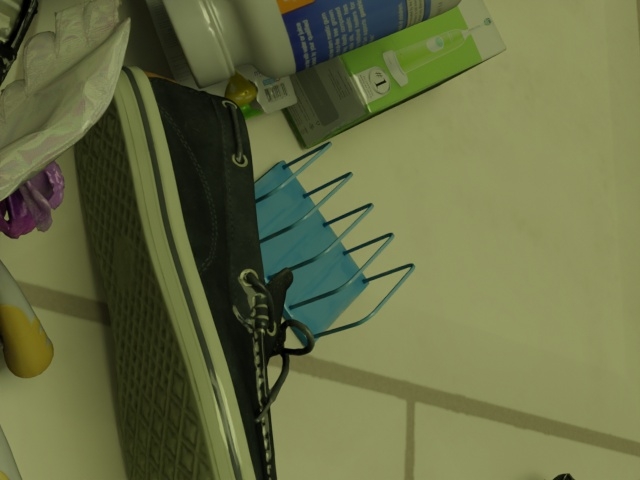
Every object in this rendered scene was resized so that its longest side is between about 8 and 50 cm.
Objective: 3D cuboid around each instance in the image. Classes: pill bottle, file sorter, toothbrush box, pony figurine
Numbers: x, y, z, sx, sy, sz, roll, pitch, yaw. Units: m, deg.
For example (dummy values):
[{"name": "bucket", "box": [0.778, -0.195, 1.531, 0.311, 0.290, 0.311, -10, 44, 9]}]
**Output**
[{"name": "pill bottle", "box": [-0.013, -0.247, 0.977, 0.272, 0.152, 0.152, -23, 90, -4]}, {"name": "file sorter", "box": [0.000, 0.000, 1.062, 0.170, 0.104, 0.118, 55, 48, -10]}, {"name": "toothbrush box", "box": [0.060, -0.257, 1.192, 0.283, 0.122, 0.206, -31, 95, -41]}, {"name": "pony figurine", "box": [-0.267, -0.007, 0.688, 0.302, 0.364, 0.351, -7, 40, -5]}]

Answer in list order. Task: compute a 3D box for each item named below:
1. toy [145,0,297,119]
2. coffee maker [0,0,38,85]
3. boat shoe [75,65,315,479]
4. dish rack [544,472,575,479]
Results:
[{"name": "toy", "box": [-0.124, -0.233, 1.070, 0.137, 0.056, 0.237, -26, 99, -34]}, {"name": "coffee maker", "box": [-0.345, -0.172, 0.826, 0.178, 0.120, 0.171, 28, 59, -29]}, {"name": "boat shoe", "box": [-0.096, 0.079, 0.906, 0.156, 0.187, 0.500, -3, 71, -34]}, {"name": "dish rack", "box": [0.297, 0.419, 1.186, 0.271, 0.074, 0.208, 54, 48, -10]}]
